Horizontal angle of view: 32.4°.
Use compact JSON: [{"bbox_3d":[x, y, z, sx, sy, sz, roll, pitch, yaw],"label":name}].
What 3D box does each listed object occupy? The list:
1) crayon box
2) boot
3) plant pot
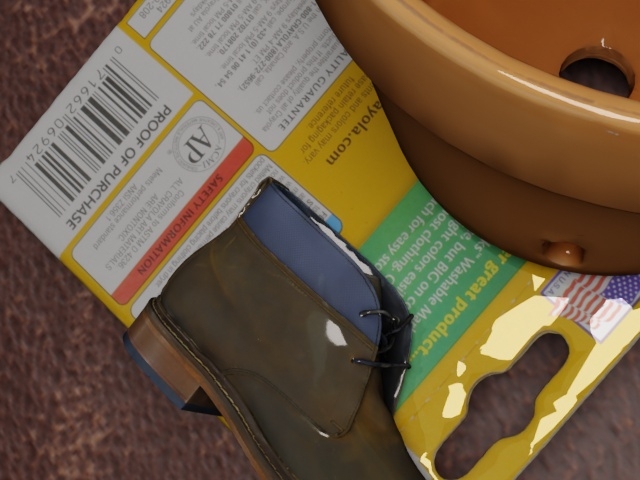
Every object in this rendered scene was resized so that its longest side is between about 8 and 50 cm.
[{"bbox_3d":[0.000,0.000,0.591,0.323,0.083,0.203,42,94,19],"label":"crayon box"},{"bbox_3d":[0.015,0.066,0.488,0.219,0.082,0.106,37,95,21],"label":"boot"},{"bbox_3d":[0.131,-0.114,0.447,0.290,0.203,0.291,-1,64,2],"label":"plant pot"}]
